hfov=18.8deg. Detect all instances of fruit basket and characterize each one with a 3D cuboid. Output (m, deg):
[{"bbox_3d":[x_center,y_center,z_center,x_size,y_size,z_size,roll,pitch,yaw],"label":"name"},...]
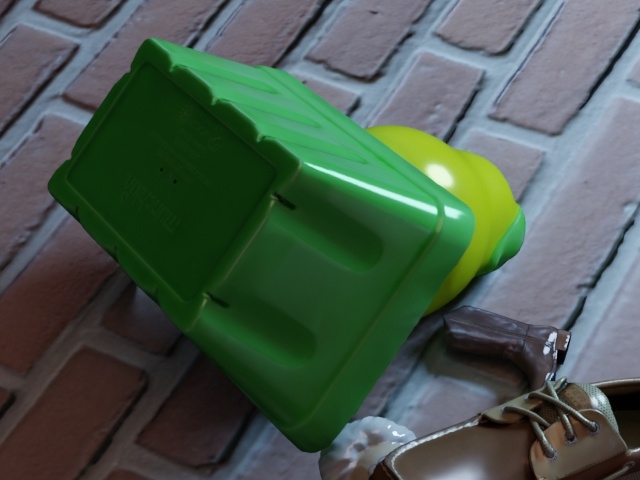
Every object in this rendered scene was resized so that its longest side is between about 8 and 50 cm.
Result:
[{"bbox_3d":[0.000,0.000,1.695,0.392,0.392,0.283,38,96,30],"label":"fruit basket"}]

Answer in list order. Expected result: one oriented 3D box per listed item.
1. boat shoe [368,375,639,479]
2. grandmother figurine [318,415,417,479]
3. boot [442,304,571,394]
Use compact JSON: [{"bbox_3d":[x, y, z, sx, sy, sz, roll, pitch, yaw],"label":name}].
[{"bbox_3d":[0.185,0.161,1.525,0.324,0.120,0.122,-6,38,-36],"label":"boat shoe"},{"bbox_3d":[0.128,0.264,1.538,0.208,0.104,0.342,-26,54,-33],"label":"grandmother figurine"},{"bbox_3d":[0.155,0.104,1.706,0.114,0.037,0.106,15,40,13],"label":"boot"}]
